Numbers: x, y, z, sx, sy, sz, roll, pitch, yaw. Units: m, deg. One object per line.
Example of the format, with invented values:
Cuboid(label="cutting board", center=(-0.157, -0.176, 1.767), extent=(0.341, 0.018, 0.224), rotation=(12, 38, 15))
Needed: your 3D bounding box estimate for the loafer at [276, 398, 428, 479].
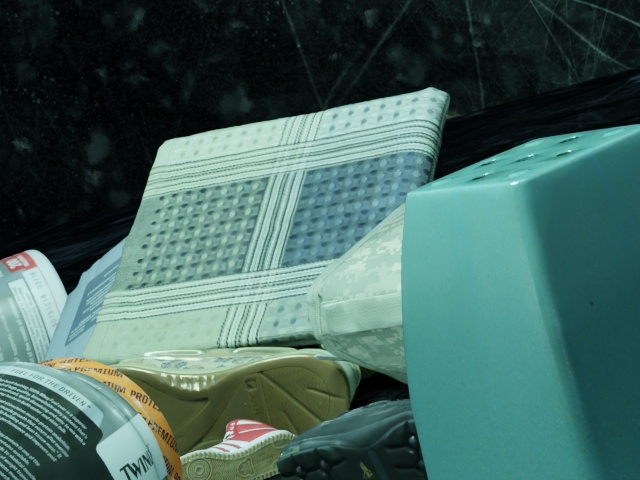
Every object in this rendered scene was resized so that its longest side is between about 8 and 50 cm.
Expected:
Cuboid(label="loafer", center=(0.066, 0.139, 1.146), extent=(0.223, 0.076, 0.078), rotation=(-15, 16, 43))

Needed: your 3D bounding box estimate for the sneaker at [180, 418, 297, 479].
Cuboid(label="sneaker", center=(-0.080, 0.175, 1.328), extent=(0.118, 0.042, 0.067), rotation=(-13, 10, -21))

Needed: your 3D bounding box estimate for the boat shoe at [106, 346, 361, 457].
Cuboid(label="boat shoe", center=(-0.106, 0.144, 1.428), extent=(0.285, 0.104, 0.089), rotation=(-5, 7, 14))

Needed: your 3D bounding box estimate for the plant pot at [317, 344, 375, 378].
Cuboid(label="plant pot", center=(0.026, 0.087, 1.543), extent=(0.083, 0.079, 0.083), rotation=(-17, 9, 3))

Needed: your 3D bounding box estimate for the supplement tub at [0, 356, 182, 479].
Cuboid(label="supplement tub", center=(-0.221, 0.192, 1.010), extent=(0.193, 0.193, 0.316), rotation=(-14, 10, 27))

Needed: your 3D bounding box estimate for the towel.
Cuboid(label="towel", center=(-0.047, -0.004, 1.578), extent=(0.324, 0.056, 0.312), rotation=(-8, 45, 25))

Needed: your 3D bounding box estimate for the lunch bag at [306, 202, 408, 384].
Cuboid(label="lunch bag", center=(0.157, 0.029, 1.350), extent=(0.235, 0.169, 0.287), rotation=(-11, 7, 40))

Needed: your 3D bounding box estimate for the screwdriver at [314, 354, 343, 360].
Cuboid(label="screwdriver", center=(0.049, 0.099, 1.399), extent=(0.025, 0.024, 0.170), rotation=(-40, -28, 22))

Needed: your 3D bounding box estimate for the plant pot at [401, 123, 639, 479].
Cuboid(label="plant pot", center=(0.148, 0.064, 0.925), extent=(0.165, 0.234, 0.165), rotation=(-23, 11, -30))

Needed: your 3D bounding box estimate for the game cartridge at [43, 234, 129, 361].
Cuboid(label="game cartridge", center=(-0.192, 0.059, 1.777), extent=(0.297, 0.062, 0.198), rotation=(-35, 33, 39))

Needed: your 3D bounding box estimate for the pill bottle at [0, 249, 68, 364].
Cuboid(label="pill bottle", center=(-0.434, 0.130, 1.939), extent=(0.283, 0.161, 0.161), rotation=(-21, 9, -21))
